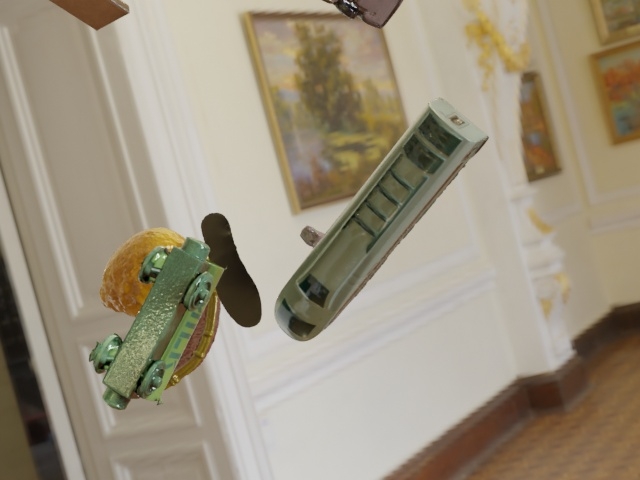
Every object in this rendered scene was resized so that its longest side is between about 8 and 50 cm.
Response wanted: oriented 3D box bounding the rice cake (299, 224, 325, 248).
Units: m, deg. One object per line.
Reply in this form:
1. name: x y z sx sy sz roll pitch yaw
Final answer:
1. rice cake: 0.000 0.000 2.320 0.036 0.047 0.206 -44 -14 6

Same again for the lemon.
1. lemon: -0.284 0.059 1.890 0.187 0.142 0.142 -34 -3 14

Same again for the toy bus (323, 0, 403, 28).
1. toy bus: -0.005 -0.475 1.930 0.317 0.138 0.112 23 -64 -35

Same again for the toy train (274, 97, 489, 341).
1. toy train: 0.057 -0.004 1.508 0.407 0.086 0.088 -52 -7 24

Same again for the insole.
1. insole: -0.173 0.058 2.176 0.080 0.232 0.003 -22 -4 14

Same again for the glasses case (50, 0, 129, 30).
1. glasses case: -0.403 -0.439 1.922 0.102 0.070 0.193 -21 -28 27

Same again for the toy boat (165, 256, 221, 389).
1. toy boat: -0.271 0.167 2.418 0.141 0.318 0.099 3 -16 46

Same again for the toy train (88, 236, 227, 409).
1. toy train: -0.215 0.117 1.575 0.105 0.253 0.157 26 -2 14
